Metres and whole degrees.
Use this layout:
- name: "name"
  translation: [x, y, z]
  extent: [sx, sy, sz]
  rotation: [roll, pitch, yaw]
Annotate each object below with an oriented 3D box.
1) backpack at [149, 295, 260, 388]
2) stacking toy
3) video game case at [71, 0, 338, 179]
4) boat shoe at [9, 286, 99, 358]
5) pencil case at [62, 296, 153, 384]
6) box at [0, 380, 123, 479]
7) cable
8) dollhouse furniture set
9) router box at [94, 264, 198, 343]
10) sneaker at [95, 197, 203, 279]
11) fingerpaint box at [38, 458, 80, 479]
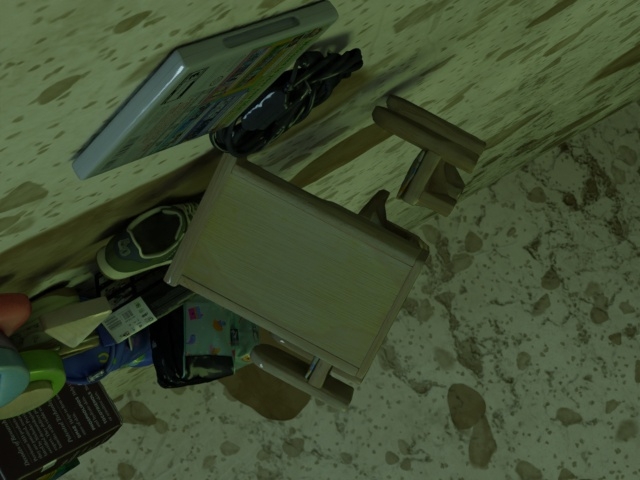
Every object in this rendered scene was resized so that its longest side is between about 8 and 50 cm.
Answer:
- name: "backpack"
  translation: [-0.162, 0.099, 2.139]
  extent: [0.144, 0.188, 0.166]
  rotation: [-8, 172, -18]
- name: "stacking toy"
  translation: [-0.386, 0.194, 1.832]
  extent: [0.279, 0.130, 0.309]
  rotation: [-6, 150, -40]
- name: "video game case"
  translation: [-0.107, -0.137, 1.426]
  extent: [0.193, 0.023, 0.212]
  rotation: [-25, 171, -42]
- name: "boat shoe"
  translation: [-0.422, 0.164, 1.999]
  extent: [0.285, 0.089, 0.104]
  rotation: [-31, 174, 6]
- name: "pencil case"
  translation: [-0.296, 0.130, 2.187]
  extent: [0.133, 0.119, 0.306]
  rotation: [-9, 179, 11]
- name: "box"
  translation: [-0.444, 0.275, 2.424]
  extent: [0.203, 0.167, 0.168]
  rotation: [-28, 173, -23]
- name: "cable"
  translation: [-0.037, -0.147, 1.619]
  extent: [0.150, 0.047, 0.184]
  rotation: [-32, 174, -47]
- name: "dollhouse furniture set"
  translation: [0.000, 0.000, 1.930]
  extent: [0.362, 0.256, 0.394]
  rotation: [-63, 176, 13]
- name: "router box"
  translation: [-0.203, 0.043, 2.010]
  extent: [0.179, 0.046, 0.133]
  rotation: [-31, -153, 4]
- name: "sneaker"
  translation: [-0.176, -0.012, 1.887]
  extent: [0.192, 0.064, 0.086]
  rotation: [-26, 173, -38]
- name: "fingerpaint box"
  translation: [-0.684, 0.457, 2.742]
  extent: [0.445, 0.163, 0.371]
  rotation: [-31, 174, 2]
